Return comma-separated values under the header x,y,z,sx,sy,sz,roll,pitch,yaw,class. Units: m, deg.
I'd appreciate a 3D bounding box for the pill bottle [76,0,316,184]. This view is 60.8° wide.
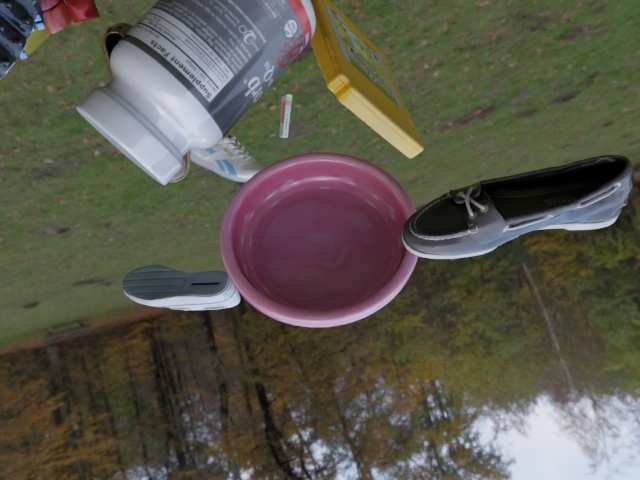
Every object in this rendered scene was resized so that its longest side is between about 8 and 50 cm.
x,y,z,sx,sy,sz,roll,pitch,yaw,class
-0.193,-0.279,0.865,0.363,0.210,0.210,-50,-179,-9,pill bottle

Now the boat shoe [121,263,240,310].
x,y,z,sx,sy,sz,roll,pitch,yaw,class
-0.256,0.100,1.006,0.226,0.083,0.076,4,144,20,boat shoe

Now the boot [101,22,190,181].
x,y,z,sx,sy,sz,roll,pitch,yaw,class
-0.327,-0.238,1.009,0.112,0.306,0.115,-19,-154,-5,boot

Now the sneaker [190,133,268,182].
x,y,z,sx,sy,sz,roll,pitch,yaw,class
-0.225,-0.212,1.366,0.228,0.092,0.087,23,-157,9,sneaker

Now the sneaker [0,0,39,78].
x,y,z,sx,sy,sz,roll,pitch,yaw,class
-0.287,-0.112,0.365,0.106,0.235,0.078,23,168,28,sneaker

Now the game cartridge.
x,y,z,sx,sy,sz,roll,pitch,yaw,class
0.084,-0.353,1.136,0.052,0.324,0.285,-36,141,25,game cartridge

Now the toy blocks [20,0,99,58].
x,y,z,sx,sy,sz,roll,pitch,yaw,class
-0.569,-0.446,0.995,0.380,0.261,0.191,-18,153,-13,toy blocks

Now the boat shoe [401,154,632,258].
x,y,z,sx,sy,sz,roll,pitch,yaw,class
0.279,-0.058,0.781,0.334,0.112,0.096,-10,136,-5,boat shoe

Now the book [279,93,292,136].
x,y,z,sx,sy,sz,roll,pitch,yaw,class
-0.123,-0.438,1.927,0.035,0.145,0.096,5,-171,-10,book

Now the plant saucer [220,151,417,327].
x,y,z,sx,sy,sz,roll,pitch,yaw,class
0.000,0.000,0.927,0.331,0.332,0.084,-15,148,-7,plant saucer
